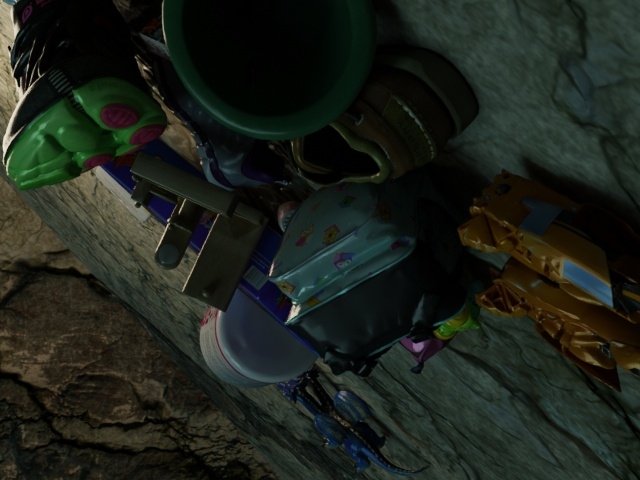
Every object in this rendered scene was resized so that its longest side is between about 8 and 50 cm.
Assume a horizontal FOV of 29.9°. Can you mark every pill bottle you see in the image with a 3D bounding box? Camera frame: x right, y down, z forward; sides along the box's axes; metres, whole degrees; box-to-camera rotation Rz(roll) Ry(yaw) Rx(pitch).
[{"bbox_3d":[-0.098,0.143,1.821,0.160,0.160,0.283,46,164,-2],"label":"pill bottle"}]

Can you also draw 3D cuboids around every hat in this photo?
[{"bbox_3d":[-0.029,-0.195,1.027,0.208,0.173,0.183,60,-163,-2],"label":"hat"}]

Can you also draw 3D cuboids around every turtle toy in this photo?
[{"bbox_3d":[0.117,0.040,1.214,0.130,0.066,0.095,44,167,7],"label":"turtle toy"}]

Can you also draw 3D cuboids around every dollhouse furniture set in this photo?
[{"bbox_3d":[-0.153,-0.006,1.345,0.144,0.123,0.151,24,176,3],"label":"dollhouse furniture set"}]

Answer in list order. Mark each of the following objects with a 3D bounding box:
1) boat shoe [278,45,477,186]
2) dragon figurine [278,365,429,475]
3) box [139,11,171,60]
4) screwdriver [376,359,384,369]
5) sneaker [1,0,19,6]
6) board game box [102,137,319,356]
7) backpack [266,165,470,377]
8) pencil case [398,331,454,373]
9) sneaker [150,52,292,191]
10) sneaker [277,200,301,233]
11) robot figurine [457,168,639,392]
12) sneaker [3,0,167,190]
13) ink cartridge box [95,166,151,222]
[{"bbox_3d":[0.006,-0.109,1.052,0.110,0.104,0.307,51,163,-19],"label":"boat shoe"},{"bbox_3d":[0.044,0.313,2.022,0.289,0.085,0.144,32,160,42],"label":"dragon figurine"},{"bbox_3d":[-0.093,-0.195,1.104,0.137,0.094,0.027,29,158,42],"label":"box"},{"bbox_3d":[0.051,0.138,1.694,0.170,0.024,0.025,54,-170,-33],"label":"screwdriver"},{"bbox_3d":[-0.375,-0.330,1.560,0.162,0.063,0.073,43,149,-13],"label":"sneaker"},{"bbox_3d":[-0.129,-0.006,1.588,0.347,0.078,0.233,38,173,29],"label":"board game box"},{"bbox_3d":[0.048,0.010,1.095,0.144,0.166,0.188,49,-153,-12],"label":"backpack"},{"bbox_3d":[0.063,0.045,1.328,0.209,0.095,0.098,43,-176,14],"label":"pencil case"},{"bbox_3d":[-0.104,-0.149,1.327,0.098,0.083,0.223,0,137,27],"label":"sneaker"},{"bbox_3d":[0.000,0.000,1.444,0.134,0.051,0.070,41,-177,-20],"label":"sneaker"},{"bbox_3d":[0.246,0.066,0.927,0.291,0.085,0.211,34,162,33],"label":"robot figurine"},{"bbox_3d":[-0.288,-0.183,1.336,0.483,0.185,0.202,-138,24,-74],"label":"sneaker"},{"bbox_3d":[-0.278,-0.099,1.842,0.115,0.067,0.198,47,162,-6],"label":"ink cartridge box"}]
